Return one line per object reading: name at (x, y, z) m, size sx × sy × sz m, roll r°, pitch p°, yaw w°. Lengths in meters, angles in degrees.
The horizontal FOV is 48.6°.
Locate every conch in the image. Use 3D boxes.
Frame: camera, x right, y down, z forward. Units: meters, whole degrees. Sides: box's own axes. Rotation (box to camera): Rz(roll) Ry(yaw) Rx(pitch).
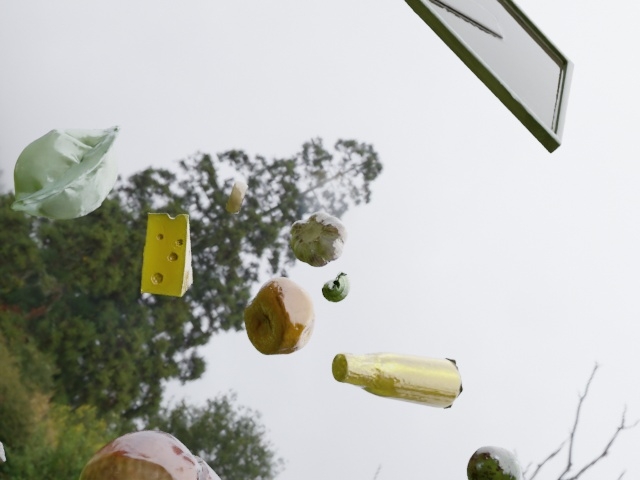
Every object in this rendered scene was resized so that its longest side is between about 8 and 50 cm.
conch at (0.044, 0.121, 1.894) m, size 0.074 × 0.089 × 0.121 m, roll 18°, pitch -14°, yaw 2°

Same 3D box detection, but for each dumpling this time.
dumpling at (-0.600, -0.172, 1.754) m, size 0.212 × 0.269 × 0.321 m, roll 78°, pitch 2°, yaw -54°

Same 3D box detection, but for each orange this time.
orange at (-0.115, 0.226, 2.159) m, size 0.249 × 0.183 × 0.249 m, roll 6°, pitch -81°, yaw 46°

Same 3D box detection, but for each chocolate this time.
chocolate at (0.220, 0.391, 2.099) m, size 0.162 × 0.445 × 0.162 m, roll -26°, pitch -124°, yaw 46°

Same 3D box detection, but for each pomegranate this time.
pomegranate at (0.390, 0.517, 1.577) m, size 0.130 × 0.130 × 0.130 m, roll 35°, pitch -39°, yaw 35°

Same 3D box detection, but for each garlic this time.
garlic at (0.000, 0.000, 1.797) m, size 0.159 × 0.147 × 0.102 m, roll -5°, pitch -32°, yaw 31°

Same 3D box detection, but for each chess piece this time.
chess piece at (-0.212, -0.109, 1.795) m, size 0.038 × 0.084 × 0.084 m, roll 19°, pitch -32°, yaw -10°

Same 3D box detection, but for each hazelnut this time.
hazelnut at (-0.375, 0.598, 1.607) m, size 0.315 × 0.372 × 0.372 m, roll -45°, pitch -108°, yaw 16°

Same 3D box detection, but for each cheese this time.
cheese at (-0.335, 0.024, 1.558) m, size 0.126 × 0.093 × 0.171 m, roll -83°, pitch 176°, yaw -78°

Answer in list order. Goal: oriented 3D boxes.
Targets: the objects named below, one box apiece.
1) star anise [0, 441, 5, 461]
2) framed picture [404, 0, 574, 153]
star anise at (-0.635, 0.355, 1.217) m, size 0.212 × 0.129 × 0.283 m, roll 7°, pitch -77°, yaw 50°
framed picture at (0.259, -0.376, 1.180) m, size 0.446 × 0.326 × 0.028 m, roll 43°, pitch -50°, yaw -11°
